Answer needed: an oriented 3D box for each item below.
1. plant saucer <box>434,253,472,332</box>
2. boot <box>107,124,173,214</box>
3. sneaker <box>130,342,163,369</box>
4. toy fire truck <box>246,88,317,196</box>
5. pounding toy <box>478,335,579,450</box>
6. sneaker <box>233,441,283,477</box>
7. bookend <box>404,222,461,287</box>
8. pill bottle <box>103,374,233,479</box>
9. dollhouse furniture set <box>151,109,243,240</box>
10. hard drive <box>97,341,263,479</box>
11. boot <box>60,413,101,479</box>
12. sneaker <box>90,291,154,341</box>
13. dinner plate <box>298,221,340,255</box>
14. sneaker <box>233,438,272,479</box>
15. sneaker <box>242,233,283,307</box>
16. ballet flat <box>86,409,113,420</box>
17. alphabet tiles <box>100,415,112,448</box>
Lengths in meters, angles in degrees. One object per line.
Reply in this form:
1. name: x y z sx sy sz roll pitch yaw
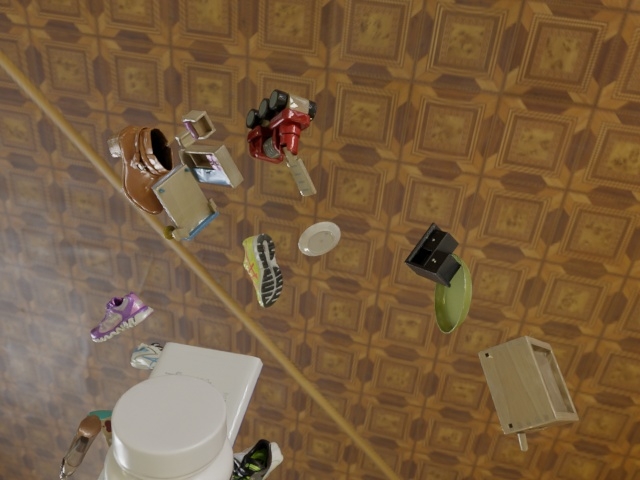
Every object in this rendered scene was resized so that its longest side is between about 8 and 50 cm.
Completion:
1. plant saucer: 0.401 0.160 1.740 0.037 0.241 0.240 7 123 -8
2. boot: -0.482 -0.200 1.672 0.220 0.109 0.283 2 118 40
3. sneaker: -0.484 0.351 1.736 0.237 0.086 0.085 -1 159 38
4. toy fire truck: -0.098 -0.245 1.557 0.159 0.246 0.217 12 164 -30
5. pounding toy: 0.283 0.216 0.800 0.100 0.130 0.141 -27 151 28
6. sneaker: -0.180 0.540 1.346 0.110 0.118 0.292 59 141 10
7. bookend: 0.357 0.041 1.714 0.072 0.157 0.156 41 82 -28
8. pill bottle: -0.197 0.331 0.757 0.161 0.161 0.283 11 116 10
9. dollhouse furniture set: -0.443 -0.194 1.773 0.198 0.303 0.286 9 138 42
10. hard drive: -0.256 0.347 1.065 0.210 0.318 0.040 6 141 17
11. boot: -0.474 0.405 1.131 0.042 0.118 0.087 31 98 -10
12. sneaker: -0.619 0.227 1.759 0.236 0.095 0.104 -28 100 24
13. dinner plate: 0.000 0.000 1.821 0.141 0.017 0.141 -15 135 -15
14. sneaker: -0.142 0.452 1.094 0.067 0.188 0.078 16 121 12
15. sneaker: -0.166 0.082 1.587 0.094 0.081 0.208 2 102 42
16. ballet flat: -0.569 0.529 1.671 0.072 0.213 0.068 22 101 52
17. alphabet tiles: -0.383 0.493 1.318 0.198 0.009 0.237 -22 86 13
